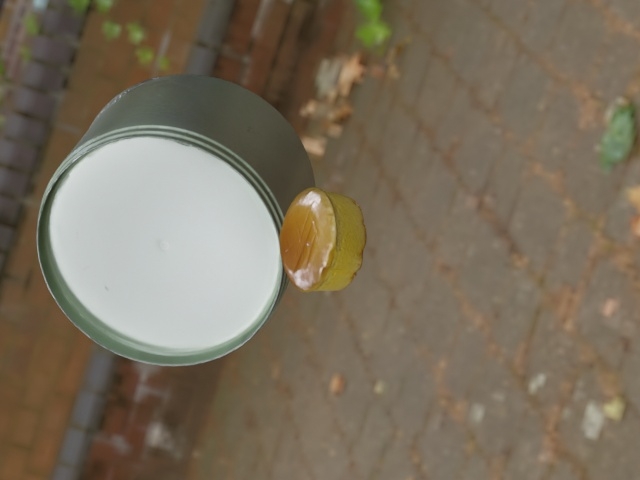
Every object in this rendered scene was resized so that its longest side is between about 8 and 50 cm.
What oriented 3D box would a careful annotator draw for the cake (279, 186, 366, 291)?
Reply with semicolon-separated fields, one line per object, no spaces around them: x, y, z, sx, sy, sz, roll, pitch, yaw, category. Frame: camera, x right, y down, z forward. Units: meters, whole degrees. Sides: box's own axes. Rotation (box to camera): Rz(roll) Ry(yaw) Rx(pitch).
0.000;0.000;1.408;0.084;0.044;0.084;-14;73;57;cake

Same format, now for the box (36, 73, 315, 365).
-0.127;-0.019;1.576;0.149;0.226;0.226;-68;2;-64;box
